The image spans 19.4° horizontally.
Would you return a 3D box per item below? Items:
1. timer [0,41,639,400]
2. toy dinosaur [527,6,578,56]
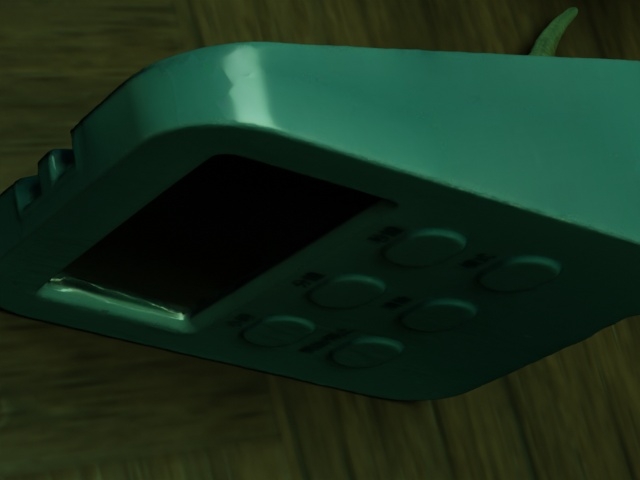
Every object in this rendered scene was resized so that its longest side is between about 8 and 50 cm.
[{"bbox_3d":[0.000,0.000,0.785,0.250,0.232,0.091,3,71,-30],"label":"timer"},{"bbox_3d":[0.108,-0.048,0.998,0.187,0.044,0.106,-35,103,-50],"label":"toy dinosaur"}]
